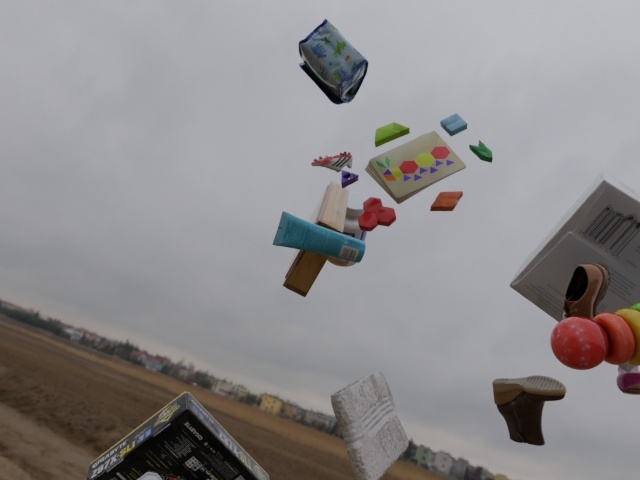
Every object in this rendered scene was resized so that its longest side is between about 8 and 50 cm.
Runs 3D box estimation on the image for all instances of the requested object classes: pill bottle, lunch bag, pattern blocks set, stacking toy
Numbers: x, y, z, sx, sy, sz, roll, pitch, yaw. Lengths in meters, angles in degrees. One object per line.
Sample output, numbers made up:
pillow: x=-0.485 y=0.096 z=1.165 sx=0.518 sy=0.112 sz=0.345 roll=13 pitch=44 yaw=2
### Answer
pill bottle: x=0.102 y=-0.045 z=1.923 sx=0.153 sy=0.152 sz=0.271 roll=17 pitch=-50 yaw=7
lunch bag: x=0.024 y=-0.361 z=1.072 sx=0.128 sy=0.096 sz=0.151 roll=49 pitch=0 yaw=4
pattern blocks set: x=0.204 y=-0.161 z=1.123 sx=0.325 sy=0.285 sz=0.026 roll=-19 pitch=-37 yaw=0
stacking toy: x=0.555 y=0.161 z=0.870 sx=0.331 sy=0.141 sz=0.141 roll=-7 pitch=-17 yaw=-8

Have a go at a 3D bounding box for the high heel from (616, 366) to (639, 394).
high heel: x=0.906 y=0.372 z=1.324 sx=0.244 sy=0.082 sz=0.117 roll=5 pitch=20 yaw=25

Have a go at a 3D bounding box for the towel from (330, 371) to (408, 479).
towel: x=0.112 y=0.383 z=1.078 sx=0.049 sy=0.187 sz=0.282 roll=-24 pitch=-12 yaw=20

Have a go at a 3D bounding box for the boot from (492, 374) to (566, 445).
boot: x=0.653 y=0.521 z=1.556 sx=0.249 sy=0.090 sz=0.206 roll=-17 pitch=-85 yaw=53

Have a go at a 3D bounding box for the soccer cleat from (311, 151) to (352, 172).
soccer cleat: x=0.023 y=-0.142 z=0.954 sx=0.084 sy=0.035 sz=0.029 roll=-15 pitch=21 yaw=-22

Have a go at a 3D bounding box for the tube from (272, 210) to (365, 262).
tube: x=0.000 y=0.000 z=1.178 sx=0.207 sy=0.080 sz=0.052 roll=17 pitch=-6 yaw=-12

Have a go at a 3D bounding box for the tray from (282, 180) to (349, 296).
tray: x=-0.004 y=-0.023 z=1.457 sx=0.076 sy=0.202 sz=0.411 roll=27 pitch=21 yaw=-5

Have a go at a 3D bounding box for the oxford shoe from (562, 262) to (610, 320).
oxford shoe: x=0.502 y=0.146 z=1.010 sx=0.076 sy=0.212 sz=0.076 roll=8 pitch=2 yaw=-31

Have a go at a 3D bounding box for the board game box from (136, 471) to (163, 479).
board game box: x=-0.306 y=0.638 z=0.802 sx=0.390 sy=0.390 sz=0.050 roll=44 pitch=-55 yaw=14

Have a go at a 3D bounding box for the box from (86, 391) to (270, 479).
box: x=-0.298 y=0.530 z=1.133 sx=0.322 sy=0.257 sz=0.079 roll=54 pitch=-3 yaw=-21

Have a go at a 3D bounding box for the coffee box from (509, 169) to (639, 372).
coffee box: x=0.752 y=0.058 z=1.307 sx=0.338 sy=0.338 sz=0.334 roll=40 pitch=26 yaw=16
